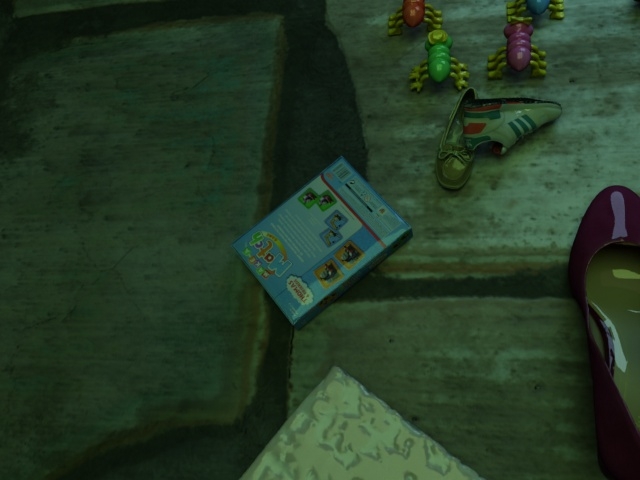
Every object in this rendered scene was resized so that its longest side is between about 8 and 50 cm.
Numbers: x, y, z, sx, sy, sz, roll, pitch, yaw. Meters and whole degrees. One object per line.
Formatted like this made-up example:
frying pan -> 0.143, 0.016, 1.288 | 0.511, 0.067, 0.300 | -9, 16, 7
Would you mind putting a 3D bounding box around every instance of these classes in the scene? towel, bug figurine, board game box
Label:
towel -> 0.046, 0.363, 0.701 | 0.332, 0.053, 0.317 | 36, 78, 22
bug figurine -> 0.242, -0.338, 0.935 | 0.279, 0.072, 0.216 | -3, 68, 11
board game box -> 0.000, 0.000, 0.868 | 0.211, 0.039, 0.160 | -38, 65, -5

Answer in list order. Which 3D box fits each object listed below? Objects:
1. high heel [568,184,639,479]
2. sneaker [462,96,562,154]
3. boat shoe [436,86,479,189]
high heel -> 0.360, 0.083, 0.675 | 0.127, 0.181, 0.377 | -1, 68, 12
sneaker -> 0.270, -0.163, 0.861 | 0.161, 0.075, 0.057 | -7, 21, -23
boat shoe -> 0.203, -0.149, 0.878 | 0.056, 0.048, 0.153 | 15, 72, 18
